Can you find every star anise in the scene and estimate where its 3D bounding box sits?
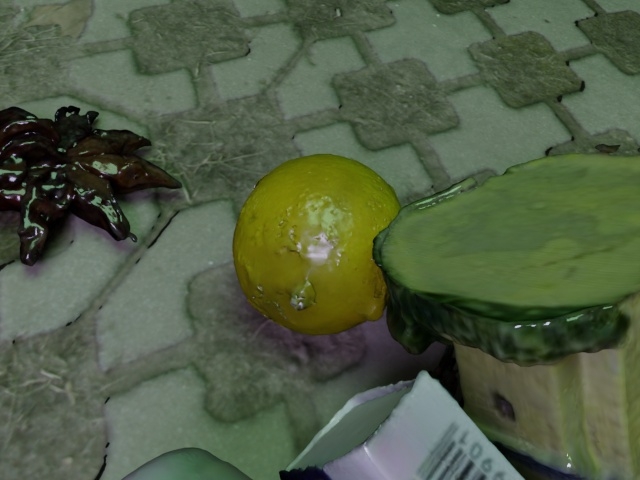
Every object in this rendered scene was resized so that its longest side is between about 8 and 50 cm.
[{"bbox_3d":[-0.289,-0.094,0.749,0.272,0.102,0.272,8,44,-8],"label":"star anise"}]

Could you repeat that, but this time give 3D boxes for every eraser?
[{"bbox_3d":[0.112,0.223,0.443,0.287,0.130,0.086,48,57,1],"label":"eraser"}]

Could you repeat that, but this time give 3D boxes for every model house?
[{"bbox_3d":[0.216,0.088,0.584,0.321,0.266,0.261,-27,22,-29],"label":"model house"}]

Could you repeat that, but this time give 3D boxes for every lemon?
[{"bbox_3d":[0.000,0.000,0.673,0.173,0.173,0.206,2,45,-10],"label":"lemon"}]

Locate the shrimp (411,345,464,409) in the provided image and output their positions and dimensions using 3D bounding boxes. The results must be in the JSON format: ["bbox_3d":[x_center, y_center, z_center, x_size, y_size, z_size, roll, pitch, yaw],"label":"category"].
[{"bbox_3d":[0.091,0.163,0.604,0.090,0.079,0.233,25,43,4],"label":"shrimp"}]

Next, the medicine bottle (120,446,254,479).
[{"bbox_3d":[0.014,0.303,0.352,0.388,0.219,0.219,31,49,18],"label":"medicine bottle"}]
